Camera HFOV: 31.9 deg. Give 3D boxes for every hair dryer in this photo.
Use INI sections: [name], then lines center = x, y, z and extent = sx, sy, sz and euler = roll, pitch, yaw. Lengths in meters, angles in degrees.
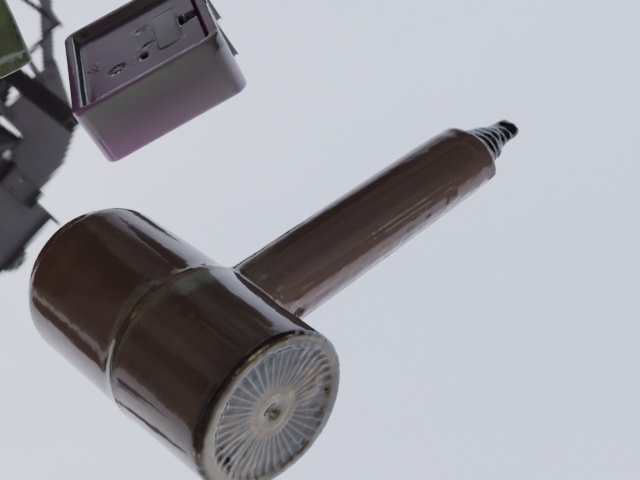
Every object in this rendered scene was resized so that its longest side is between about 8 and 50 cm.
[hair dryer]
center = 0.000, 0.000, 0.723
extent = 0.344, 0.106, 0.189
euler = -33, -136, -29

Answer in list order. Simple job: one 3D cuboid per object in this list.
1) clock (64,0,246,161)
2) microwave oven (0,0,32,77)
[clock]
center = -0.157, -0.168, 1.048
extent = 0.150, 0.063, 0.197
euler = -29, -147, 2
[microwave oven]
center = -0.597, -0.276, 1.324
extent = 0.394, 0.333, 0.247
euler = -28, -145, -15
